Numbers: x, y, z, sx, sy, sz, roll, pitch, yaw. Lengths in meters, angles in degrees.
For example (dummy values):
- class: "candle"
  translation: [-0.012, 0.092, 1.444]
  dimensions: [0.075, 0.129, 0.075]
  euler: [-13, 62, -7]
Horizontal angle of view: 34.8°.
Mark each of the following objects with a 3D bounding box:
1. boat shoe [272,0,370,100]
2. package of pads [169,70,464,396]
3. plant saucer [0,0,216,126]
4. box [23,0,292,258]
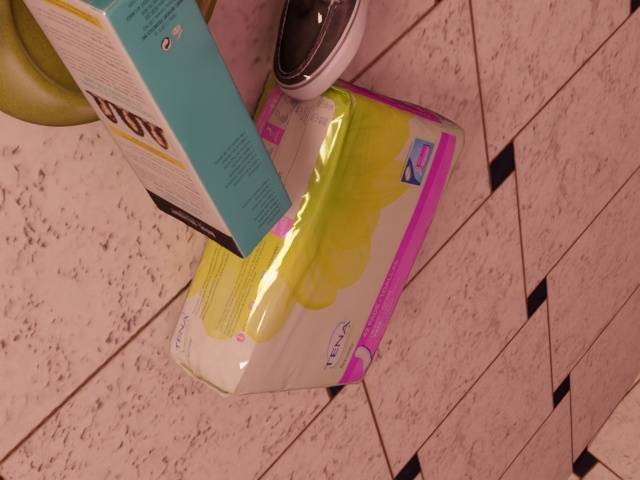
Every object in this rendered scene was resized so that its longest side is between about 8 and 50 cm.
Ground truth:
- class: "boat shoe"
  translation: [0.008, -0.230, 0.830]
  dimensions: [0.076, 0.080, 0.229]
  euler: [24, 93, -50]
- class: "package of pads"
  translation: [0.000, 0.000, 0.961]
  dimensions: [0.229, 0.101, 0.297]
  euler: [6, 108, -55]
- class: "plant saucer"
  translation: [-0.145, -0.185, 0.693]
  dimensions: [0.241, 0.037, 0.241]
  euler: [-32, 136, -37]
- class: "box"
  translation: [-0.105, -0.094, 0.688]
  dimensions: [0.060, 0.100, 0.244]
  euler: [-49, 145, -18]
